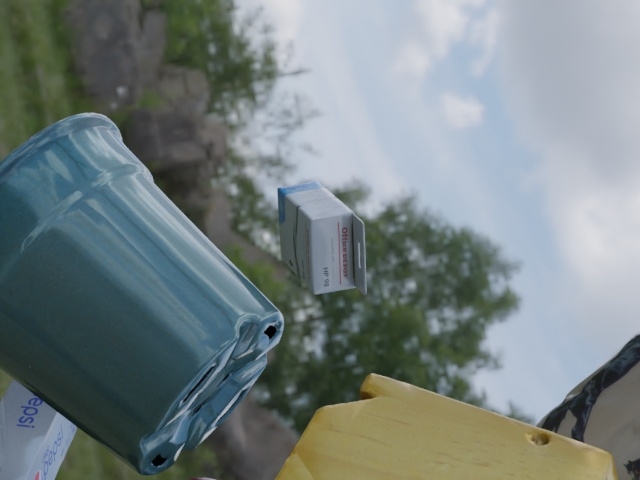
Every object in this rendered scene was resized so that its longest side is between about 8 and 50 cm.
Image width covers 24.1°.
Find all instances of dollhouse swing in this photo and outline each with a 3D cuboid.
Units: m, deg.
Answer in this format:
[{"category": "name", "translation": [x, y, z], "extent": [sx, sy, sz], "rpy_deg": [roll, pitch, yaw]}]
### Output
[{"category": "dollhouse swing", "translation": [0.090, 0.361, 1.231], "extent": [0.347, 0.315, 0.305], "rpy_deg": [-55, 158, -49]}]

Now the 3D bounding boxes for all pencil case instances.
[{"category": "pencil case", "translation": [0.278, 0.235, 1.434], "extent": [0.183, 0.410, 0.160], "rpy_deg": [42, 7, -13]}]

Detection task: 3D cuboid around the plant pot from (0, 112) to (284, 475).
[{"category": "plant pot", "translation": [-0.246, 0.082, 1.796], "extent": [0.334, 0.341, 0.341], "rpy_deg": [40, -23, 15]}]

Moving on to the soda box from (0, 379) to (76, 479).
[{"category": "soda box", "translation": [-0.436, 0.317, 2.144], "extent": [0.286, 0.098, 0.091], "rpy_deg": [-74, 166, -59]}]

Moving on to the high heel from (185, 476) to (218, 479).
[{"category": "high heel", "translation": [-0.266, 0.420, 1.869], "extent": [0.127, 0.377, 0.181], "rpy_deg": [50, -31, 1]}]

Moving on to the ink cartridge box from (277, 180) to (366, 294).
[{"category": "ink cartridge box", "translation": [0.000, 0.000, 1.921], "extent": [0.180, 0.060, 0.104], "rpy_deg": [-136, -139, -64]}]
